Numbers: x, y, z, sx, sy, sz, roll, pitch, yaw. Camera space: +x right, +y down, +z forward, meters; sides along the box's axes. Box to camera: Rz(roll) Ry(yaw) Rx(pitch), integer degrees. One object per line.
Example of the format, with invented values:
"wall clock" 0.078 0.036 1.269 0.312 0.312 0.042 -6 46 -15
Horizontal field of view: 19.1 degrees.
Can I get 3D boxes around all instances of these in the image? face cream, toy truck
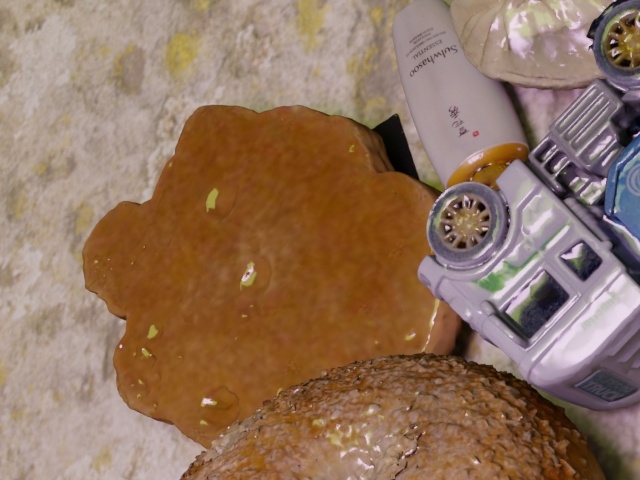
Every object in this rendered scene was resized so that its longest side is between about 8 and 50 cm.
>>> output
"face cream" 0.101 -0.096 1.373 0.072 0.051 0.182 -30 56 16
"toy truck" 0.238 -0.055 1.189 0.367 0.146 0.175 -47 55 14

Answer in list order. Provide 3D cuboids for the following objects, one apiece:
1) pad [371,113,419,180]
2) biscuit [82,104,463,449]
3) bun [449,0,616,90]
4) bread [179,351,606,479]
"pad" 0.000 0.000 1.446 0.190 0.004 0.127 -31 56 24
"biscuit" -0.043 0.032 1.430 0.376 0.051 0.269 8 80 41
"bun" 0.175 -0.183 1.311 0.188 0.111 0.164 -3 73 34
"bread" 0.033 0.188 1.179 0.305 0.159 0.305 -11 40 10
